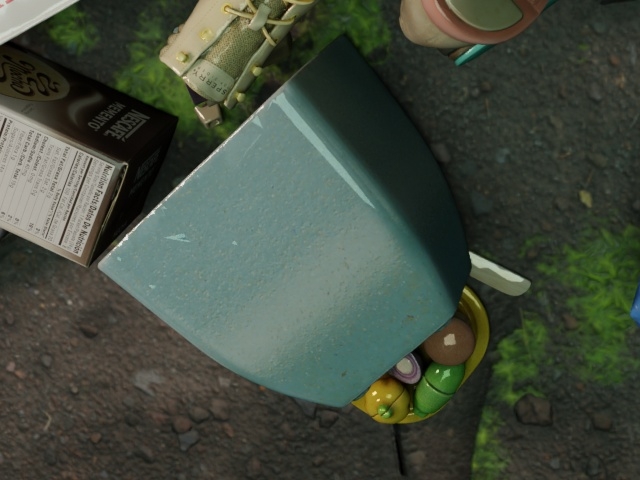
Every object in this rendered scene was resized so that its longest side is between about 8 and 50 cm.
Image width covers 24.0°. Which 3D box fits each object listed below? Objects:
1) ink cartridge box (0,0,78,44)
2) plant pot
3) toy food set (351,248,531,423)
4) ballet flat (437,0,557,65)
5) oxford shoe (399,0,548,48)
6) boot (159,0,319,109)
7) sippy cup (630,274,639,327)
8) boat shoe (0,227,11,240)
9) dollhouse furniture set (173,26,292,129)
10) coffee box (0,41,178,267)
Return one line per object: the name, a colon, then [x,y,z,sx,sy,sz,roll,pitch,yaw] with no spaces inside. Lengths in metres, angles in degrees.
ink cartridge box: [-0.308,-0.351,1.358,0.223,0.129,0.307,-27,107,11]
plant pot: [0.000,0.000,1.375,0.252,0.248,0.247,46,111,-4]
toy food set: [0.098,0.103,1.489,0.128,0.071,0.218,34,112,-1]
ballet flat: [0.212,-0.255,1.334,0.280,0.095,0.096,-26,90,19]
oxford shoe: [0.175,-0.333,1.251,0.140,0.146,0.397,37,78,-15]
boot: [-0.040,-0.204,1.284,0.095,0.262,0.203,38,87,-24]
sippy cup: [0.404,0.033,1.335,0.224,0.240,0.305,18,87,16]
boat shoe: [-0.422,0.008,1.550,0.285,0.092,0.103,-23,103,18]
dollhouse furniture set: [-0.086,-0.181,1.463,0.114,0.091,0.081,-26,60,-3]
coffee box: [-0.310,-0.108,1.448,0.297,0.168,0.119,24,112,2]
